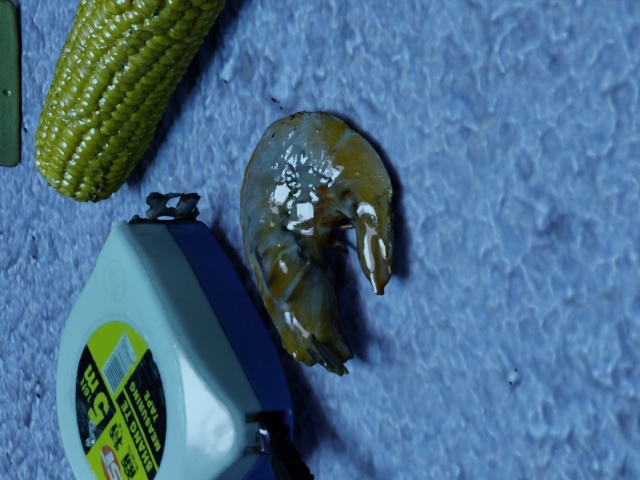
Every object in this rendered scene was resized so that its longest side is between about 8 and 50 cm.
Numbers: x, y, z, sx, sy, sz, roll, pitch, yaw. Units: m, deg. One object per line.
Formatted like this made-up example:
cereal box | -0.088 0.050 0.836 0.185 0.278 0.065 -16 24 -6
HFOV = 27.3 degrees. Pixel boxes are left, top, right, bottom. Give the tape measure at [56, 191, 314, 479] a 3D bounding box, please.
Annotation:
tape measure | -0.078 0.160 0.932 0.215 0.098 0.351 -56 50 36

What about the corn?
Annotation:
corn | -0.150 -0.136 0.992 0.293 0.106 0.106 -55 53 39

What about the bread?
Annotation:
bread | -0.313 -0.142 1.217 0.084 0.074 0.139 -37 64 50

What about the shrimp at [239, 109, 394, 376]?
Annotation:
shrimp | -0.004 0.000 0.860 0.132 0.052 0.187 -38 62 47
